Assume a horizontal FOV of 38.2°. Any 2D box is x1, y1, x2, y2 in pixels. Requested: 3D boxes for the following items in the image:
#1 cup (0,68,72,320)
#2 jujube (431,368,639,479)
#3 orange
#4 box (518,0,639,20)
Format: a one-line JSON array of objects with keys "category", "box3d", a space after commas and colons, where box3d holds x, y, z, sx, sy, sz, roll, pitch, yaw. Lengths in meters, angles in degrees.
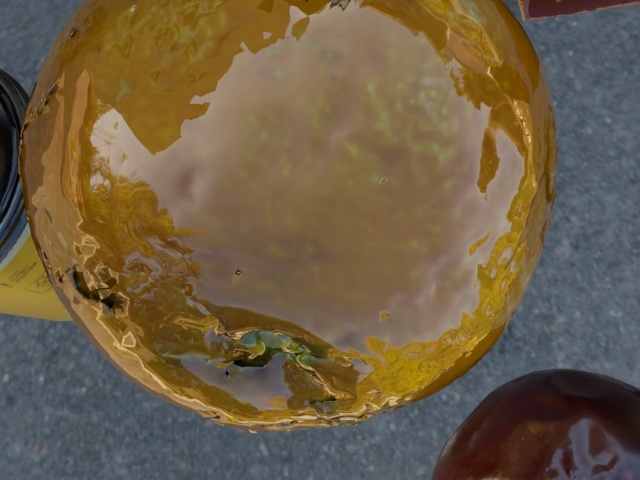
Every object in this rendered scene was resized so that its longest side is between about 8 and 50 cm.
[{"category": "cup", "box3d": [-0.264, -0.023, 0.754, 0.196, 0.279, 0.196, -4, 75, 15]}, {"category": "jujube", "box3d": [0.240, 0.241, 0.720, 0.223, 0.318, 0.223, -35, 144, -31]}, {"category": "orange", "box3d": [-0.014, -0.036, 0.436, 0.246, 0.246, 0.246, -3, 112, -7]}, {"category": "box", "box3d": [0.375, -0.371, 0.868, 0.385, 0.345, 0.122, -6, 130, 17]}]
